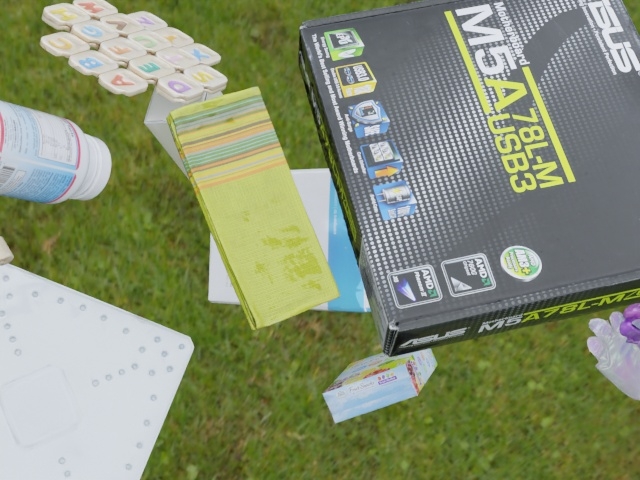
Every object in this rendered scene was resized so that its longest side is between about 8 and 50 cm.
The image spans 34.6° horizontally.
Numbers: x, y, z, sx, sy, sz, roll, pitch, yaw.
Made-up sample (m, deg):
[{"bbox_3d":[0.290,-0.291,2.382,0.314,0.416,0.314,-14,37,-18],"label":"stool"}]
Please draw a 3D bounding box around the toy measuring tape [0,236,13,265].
[{"bbox_3d":[-0.551,0.111,1.465,0.330,0.121,0.121,-36,72,6],"label":"toy measuring tape"}]

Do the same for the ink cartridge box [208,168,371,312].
[{"bbox_3d":[0.000,0.000,1.506,0.198,0.270,0.197,2,89,-58],"label":"ink cartridge box"}]

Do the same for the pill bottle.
[{"bbox_3d":[-0.279,-0.082,0.976,0.160,0.087,0.087,13,46,-57],"label":"pill bottle"}]

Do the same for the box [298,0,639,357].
[{"bbox_3d":[0.097,-0.047,0.543,0.184,0.045,0.191,-12,64,-7],"label":"box"}]

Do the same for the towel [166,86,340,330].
[{"bbox_3d":[-0.067,-0.035,1.039,0.102,0.021,0.237,-21,86,-15],"label":"towel"}]

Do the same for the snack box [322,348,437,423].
[{"bbox_3d":[0.117,0.264,1.962,0.070,0.174,0.207,68,18,-1],"label":"snack box"}]

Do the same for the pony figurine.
[{"bbox_3d":[0.523,0.120,1.417,0.363,0.303,0.351,42,13,-37],"label":"pony figurine"}]

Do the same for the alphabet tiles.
[{"bbox_3d":[-0.288,-0.301,1.604,0.284,0.021,0.278,33,32,14],"label":"alphabet tiles"}]

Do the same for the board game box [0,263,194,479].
[{"bbox_3d":[-0.459,0.272,1.690,0.390,0.050,0.390,23,82,-6],"label":"board game box"}]

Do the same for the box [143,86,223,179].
[{"bbox_3d":[-0.189,-0.162,1.783,0.113,0.275,0.094,-1,59,20],"label":"box"}]
